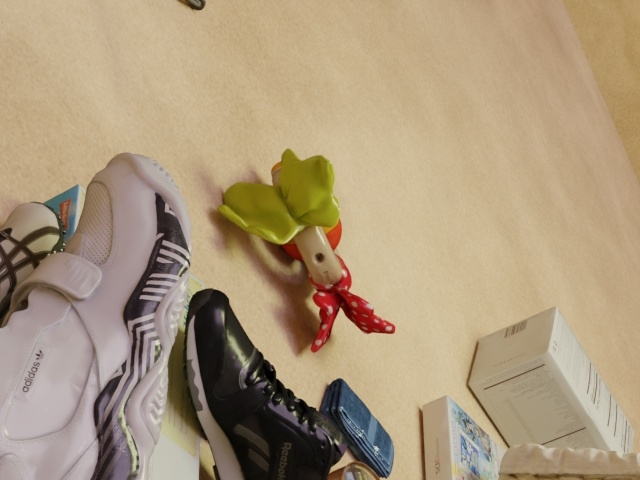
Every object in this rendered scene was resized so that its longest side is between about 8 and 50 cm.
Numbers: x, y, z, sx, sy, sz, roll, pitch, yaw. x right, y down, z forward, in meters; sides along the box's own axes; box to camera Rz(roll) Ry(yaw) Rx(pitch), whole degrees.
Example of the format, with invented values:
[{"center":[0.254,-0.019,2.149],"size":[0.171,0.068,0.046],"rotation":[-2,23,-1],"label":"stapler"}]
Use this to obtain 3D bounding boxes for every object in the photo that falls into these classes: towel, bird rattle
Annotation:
[{"center":[0.048,0.220,1.578],"size":[0.119,0.029,0.067],"rotation":[52,27,-21],"label":"towel"},{"center":[0.000,0.000,1.601],"size":[0.253,0.143,0.207],"rotation":[55,10,-23],"label":"bird rattle"}]

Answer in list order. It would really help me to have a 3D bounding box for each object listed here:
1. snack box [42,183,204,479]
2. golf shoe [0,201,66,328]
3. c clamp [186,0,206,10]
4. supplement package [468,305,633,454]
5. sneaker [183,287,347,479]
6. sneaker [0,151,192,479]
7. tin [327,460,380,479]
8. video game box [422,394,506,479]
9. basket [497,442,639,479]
[{"center":[-0.185,0.124,1.196],"size":[0.187,0.060,0.322],"rotation":[43,32,-39],"label":"snack box"},{"center":[-0.275,0.016,1.116],"size":[0.094,0.077,0.198],"rotation":[49,28,-27],"label":"golf shoe"},{"center":[-0.165,-0.351,1.739],"size":[0.137,0.022,0.161],"rotation":[51,27,-24],"label":"c clamp"},{"center":[0.344,0.247,1.982],"size":[0.244,0.139,0.134],"rotation":[56,27,-16],"label":"supplement package"},{"center":[-0.042,0.167,1.254],"size":[0.107,0.124,0.283],"rotation":[-78,156,-67],"label":"sneaker"},{"center":[-0.222,0.071,0.988],"size":[0.210,0.137,0.366],"rotation":[20,58,-25],"label":"sneaker"},{"center":[0.056,0.338,1.473],"size":[0.106,0.040,0.190],"rotation":[8,59,-55],"label":"tin"},{"center":[0.201,0.333,1.737],"size":[0.187,0.048,0.205],"rotation":[47,30,-35],"label":"video game box"},{"center":[0.391,0.438,1.611],"size":[0.328,0.331,0.266],"rotation":[44,57,-34],"label":"basket"}]
